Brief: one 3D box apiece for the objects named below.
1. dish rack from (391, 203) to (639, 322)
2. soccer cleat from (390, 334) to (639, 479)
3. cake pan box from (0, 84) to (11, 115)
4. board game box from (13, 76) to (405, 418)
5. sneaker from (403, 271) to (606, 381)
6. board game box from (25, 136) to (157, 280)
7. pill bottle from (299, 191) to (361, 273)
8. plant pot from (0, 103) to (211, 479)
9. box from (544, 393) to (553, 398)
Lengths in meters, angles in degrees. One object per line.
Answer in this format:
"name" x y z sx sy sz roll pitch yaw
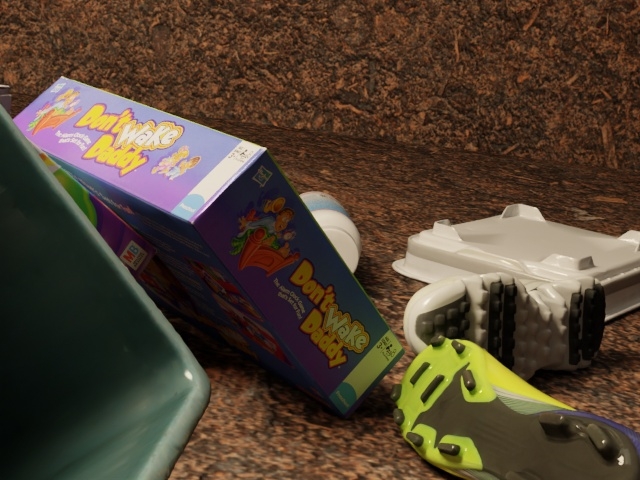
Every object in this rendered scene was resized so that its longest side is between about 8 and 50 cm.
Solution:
"dish rack" 0.282 0.018 1.440 0.286 0.072 0.333 17 17 33
"soccer cleat" 0.147 0.149 0.804 0.121 0.093 0.289 35 -5 -26
"cake pan box" -0.301 0.025 0.664 0.070 0.245 0.267 16 16 32
"board game box" -0.110 -0.005 0.968 0.078 0.233 0.347 -46 37 -16
"sneaker" 0.155 0.078 1.050 0.118 0.110 0.292 8 2 38
"board game box" -0.284 -0.031 0.848 0.144 0.142 0.275 23 -17 48
"pill bottle" 0.000 0.000 1.308 0.087 0.087 0.160 6 13 -8
"plant pot" -0.232 0.070 0.450 0.252 0.248 0.247 -36 7 11
"box" 0.172 0.147 0.916 0.067 0.018 0.083 4 13 -15
